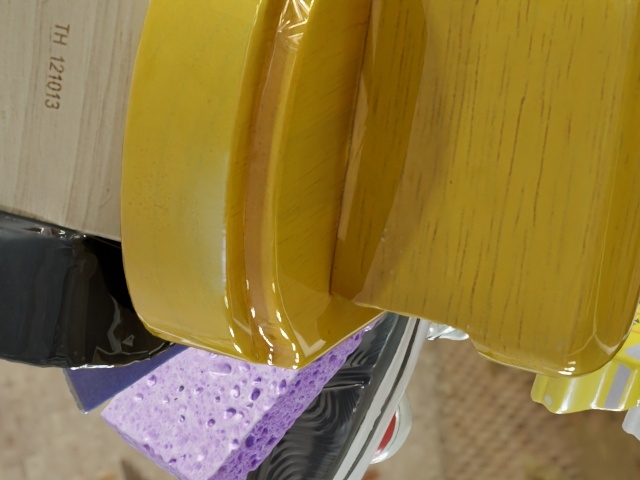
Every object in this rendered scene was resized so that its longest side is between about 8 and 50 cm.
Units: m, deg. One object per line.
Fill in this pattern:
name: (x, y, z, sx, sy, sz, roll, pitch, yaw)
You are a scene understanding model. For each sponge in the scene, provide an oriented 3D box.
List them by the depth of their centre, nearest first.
sponge: (-0.037, 0.063, 1.256, 0.117, 0.210, 0.031, 29, -15, 47)

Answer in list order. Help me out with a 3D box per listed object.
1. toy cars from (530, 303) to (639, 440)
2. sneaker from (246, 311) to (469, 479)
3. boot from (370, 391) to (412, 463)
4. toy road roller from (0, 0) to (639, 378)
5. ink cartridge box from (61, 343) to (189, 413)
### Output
toy cars: (0.350, 0.138, 1.896, 0.394, 0.176, 0.087, 22, 25, -54)
sneaker: (0.079, 0.056, 1.478, 0.169, 0.447, 0.257, -3, -34, 39)
boot: (-0.054, 0.084, 1.503, 0.244, 0.176, 0.088, 41, -73, 32)
toy road roller: (0.021, -0.059, 0.705, 0.329, 0.240, 0.202, -28, 130, -64)
ink cartridge box: (-0.051, -0.122, 0.943, 0.072, 0.303, 0.307, -8, -69, 54)
